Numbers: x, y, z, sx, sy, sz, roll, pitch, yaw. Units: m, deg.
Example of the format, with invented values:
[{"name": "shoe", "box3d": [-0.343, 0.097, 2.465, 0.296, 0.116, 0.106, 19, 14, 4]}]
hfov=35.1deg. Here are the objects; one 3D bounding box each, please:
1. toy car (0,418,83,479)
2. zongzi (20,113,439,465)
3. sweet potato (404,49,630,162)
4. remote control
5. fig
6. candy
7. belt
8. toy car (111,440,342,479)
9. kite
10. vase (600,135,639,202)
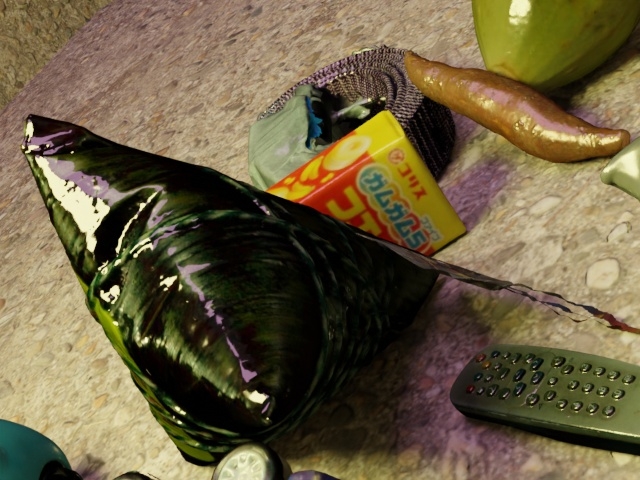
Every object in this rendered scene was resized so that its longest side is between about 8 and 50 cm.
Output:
[{"name": "toy car", "box3d": [-0.369, 0.251, 1.005, 0.188, 0.190, 0.255, -24, -8, 27]}, {"name": "zongzi", "box3d": [-0.054, 0.081, 0.827, 0.319, 0.383, 0.362, -44, 42, 2]}, {"name": "sweet potato", "box3d": [0.204, -0.146, 1.102, 0.314, 0.072, 0.066, 37, 115, 41]}, {"name": "remote control", "box3d": [0.187, 0.120, 0.766, 0.072, 0.042, 0.222, -49, 27, -24]}, {"name": "fig", "box3d": [0.272, -0.278, 1.150, 0.207, 0.207, 0.230, -19, 52, 31]}, {"name": "candy", "box3d": [0.000, 0.000, 1.077, 0.276, 0.146, 0.088, -32, 28, 5]}, {"name": "belt", "box3d": [0.036, -0.127, 1.274, 0.260, 0.122, 0.325, -22, 31, 12]}, {"name": "toy car", "box3d": [-0.058, 0.257, 0.721, 0.235, 0.172, 0.158, -22, 46, 22]}, {"name": "kite", "box3d": [0.148, 0.035, 0.859, 0.245, 0.141, 0.015, 19, 96, 42]}, {"name": "vase", "box3d": [0.307, 0.051, 0.644, 0.251, 0.156, 0.301, 2, 45, 14]}]
